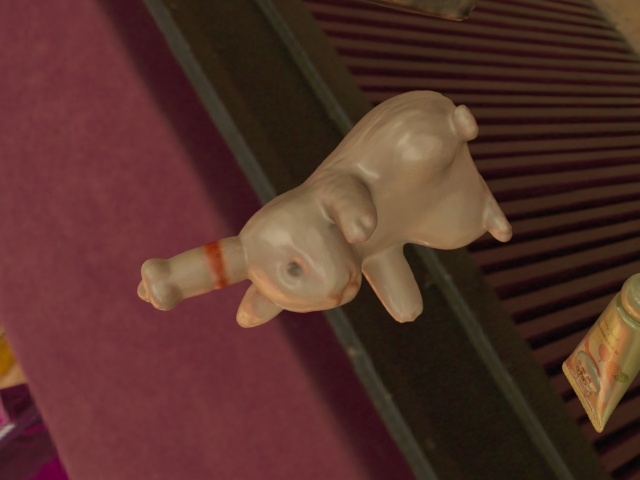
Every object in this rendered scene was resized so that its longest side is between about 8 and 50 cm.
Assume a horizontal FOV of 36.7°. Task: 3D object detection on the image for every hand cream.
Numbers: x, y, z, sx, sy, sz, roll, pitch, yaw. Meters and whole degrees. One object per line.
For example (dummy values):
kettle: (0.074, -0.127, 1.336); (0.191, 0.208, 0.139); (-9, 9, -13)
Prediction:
hand cream: (0.493, 0.177, 1.602); (0.305, 0.093, 0.147); (105, 151, -44)

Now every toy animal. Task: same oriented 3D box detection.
toy animal: (0.013, 0.002, 0.741); (0.282, 0.140, 0.138); (-39, 46, -8)

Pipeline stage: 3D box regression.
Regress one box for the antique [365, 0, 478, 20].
antique: (0.010, -0.183, 0.533); (0.086, 0.183, 0.088); (35, 112, 57)
